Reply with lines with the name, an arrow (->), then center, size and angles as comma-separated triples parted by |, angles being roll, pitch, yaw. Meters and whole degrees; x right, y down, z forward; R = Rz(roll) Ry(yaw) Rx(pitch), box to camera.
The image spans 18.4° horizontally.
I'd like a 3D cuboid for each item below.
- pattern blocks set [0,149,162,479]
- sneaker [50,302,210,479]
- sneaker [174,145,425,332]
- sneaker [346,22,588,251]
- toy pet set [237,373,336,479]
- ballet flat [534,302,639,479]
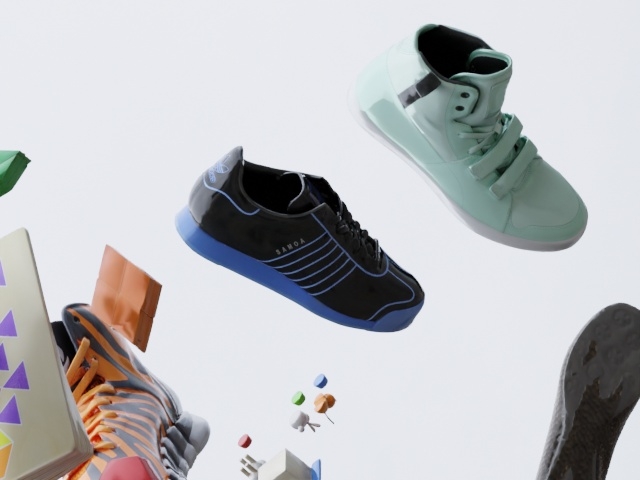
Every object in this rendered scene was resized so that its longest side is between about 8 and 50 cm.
pattern blocks set -> -0.221, 0.098, 1.264 | 0.026, 0.285, 0.325 | 38, -143, -55
sneaker -> -0.198, 0.162, 1.617 | 0.180, 0.124, 0.321 | 49, -171, -8
sneaker -> 0.000, 0.000, 1.612 | 0.232, 0.090, 0.081 | 22, -145, -25
sneaker -> 0.155, -0.090, 1.760 | 0.256, 0.151, 0.094 | 35, -120, -8
toy pet set -> -0.018, 0.215, 1.944 | 0.065, 0.122, 0.114 | 40, -155, -23
ballet flat -> 0.250, 0.176, 1.850 | 0.058, 0.084, 0.250 | 107, -179, -70
